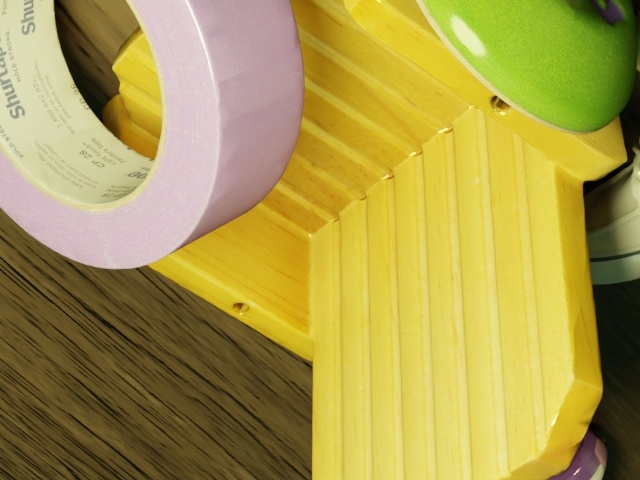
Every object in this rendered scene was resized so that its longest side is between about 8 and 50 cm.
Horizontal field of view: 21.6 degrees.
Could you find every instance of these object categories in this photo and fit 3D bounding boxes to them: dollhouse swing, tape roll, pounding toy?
[{"bbox_3d":[0.000,0.000,1.149,0.315,0.305,0.347,32,140,-19],"label":"dollhouse swing"},{"bbox_3d":[-0.144,-0.123,1.116,0.274,0.090,0.275,20,124,33],"label":"tape roll"},{"bbox_3d":[0.169,-0.154,1.017,0.237,0.183,0.110,32,128,-22],"label":"pounding toy"}]

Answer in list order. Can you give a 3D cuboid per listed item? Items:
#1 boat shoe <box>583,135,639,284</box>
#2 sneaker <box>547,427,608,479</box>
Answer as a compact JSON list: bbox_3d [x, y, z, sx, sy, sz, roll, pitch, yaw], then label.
[{"bbox_3d":[0.261,-0.052,1.164,0.267,0.096,0.088,-22,124,36],"label":"boat shoe"},{"bbox_3d":[0.146,0.207,1.521,0.236,0.095,0.104,-19,122,37],"label":"sneaker"}]
